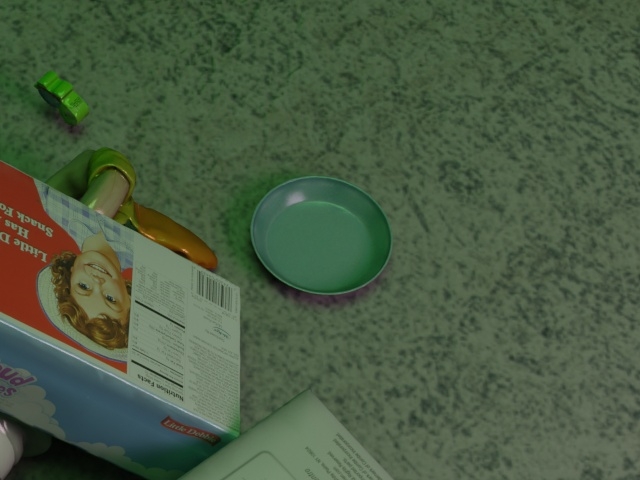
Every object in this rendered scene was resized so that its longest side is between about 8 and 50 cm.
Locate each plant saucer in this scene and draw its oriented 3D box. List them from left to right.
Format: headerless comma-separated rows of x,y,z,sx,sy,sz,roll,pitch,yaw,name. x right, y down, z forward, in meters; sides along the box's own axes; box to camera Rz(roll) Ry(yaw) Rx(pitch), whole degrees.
0.000,0.000,1.593,0.119,0.021,0.119,4,56,-6,plant saucer

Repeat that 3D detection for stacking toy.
-0.326,-0.110,1.602,0.221,0.052,0.167,33,59,11,stacking toy

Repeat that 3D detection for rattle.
-0.206,0.031,1.534,0.130,0.143,0.200,21,66,45,rattle

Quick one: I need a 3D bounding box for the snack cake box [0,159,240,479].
-0.185,0.057,1.396,0.264,0.089,0.152,30,39,-30,snack cake box

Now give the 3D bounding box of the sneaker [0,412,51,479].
-0.362,0.075,1.421,0.330,0.122,0.146,42,60,17,sneaker

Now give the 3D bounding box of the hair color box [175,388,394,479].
-0.093,0.288,1.326,0.374,0.113,0.185,-33,66,-28,hair color box
